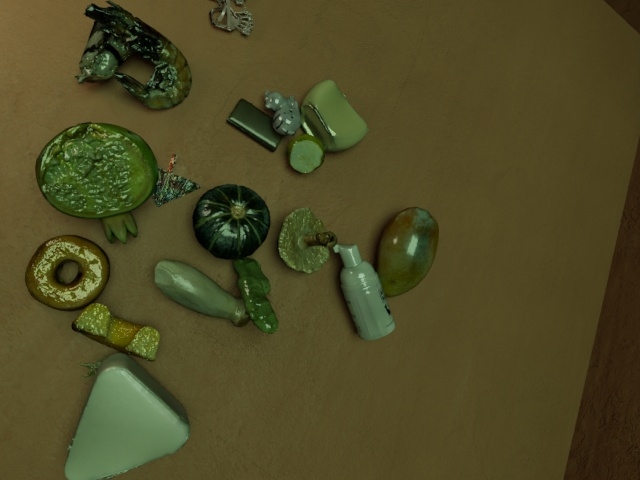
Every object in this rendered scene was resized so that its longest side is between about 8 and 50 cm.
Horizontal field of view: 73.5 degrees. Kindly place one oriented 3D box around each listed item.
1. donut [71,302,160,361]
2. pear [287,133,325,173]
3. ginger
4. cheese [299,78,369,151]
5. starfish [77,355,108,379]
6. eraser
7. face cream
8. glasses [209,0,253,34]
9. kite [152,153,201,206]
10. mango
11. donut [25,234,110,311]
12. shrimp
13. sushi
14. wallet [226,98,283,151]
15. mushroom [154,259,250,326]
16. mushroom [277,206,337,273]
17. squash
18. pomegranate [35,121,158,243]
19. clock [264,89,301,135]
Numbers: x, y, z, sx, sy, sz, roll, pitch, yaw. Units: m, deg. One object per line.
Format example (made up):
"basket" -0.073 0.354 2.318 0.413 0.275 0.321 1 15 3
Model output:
"donut" -0.611 0.268 1.257 0.259 0.152 0.101 39 56 -37
"pear" -0.054 -0.319 1.565 0.141 0.104 0.141 -1 113 -2
"ginger" -0.206 0.171 1.401 0.089 0.290 0.137 -29 137 4
"cheese" 0.051 -0.466 1.612 0.233 0.127 0.266 -41 103 -24
"starfish" -0.678 0.383 1.288 0.092 0.016 0.086 25 74 -16
"eraser" -0.537 0.528 1.251 0.331 0.150 0.331 -1 92 -22
"face cream" 0.149 0.167 1.565 0.145 0.145 0.370 -24 101 -23
"glasses" -0.313 -0.859 1.514 0.162 0.095 0.256 -11 92 -31
"kite" -0.513 -0.201 1.412 0.232 0.009 0.189 20 78 -20
"mango" 0.323 0.049 1.645 0.221 0.199 0.384 31 87 -22
"donut" -0.727 0.093 1.241 0.226 0.114 0.227 3 84 -24
"shrimp" -0.558 -0.557 1.327 0.365 0.071 0.233 25 79 -50
"sushi" -0.657 -0.574 1.336 0.109 0.134 0.273 31 61 -50
"wallet" -0.227 -0.415 1.540 0.198 0.031 0.110 30 74 -17
"mushroom" -0.372 0.173 1.374 0.350 0.128 0.128 30 75 -24
"mushroom" -0.017 0.027 1.458 0.233 0.301 0.208 14 107 -36
"squash" -0.290 -0.064 1.402 0.252 0.165 0.252 9 65 -20
"pomegranate" -0.638 -0.173 1.264 0.309 0.216 0.359 -20 123 -23
"clock" -0.141 -0.454 1.525 0.117 0.080 0.176 7 59 -34
